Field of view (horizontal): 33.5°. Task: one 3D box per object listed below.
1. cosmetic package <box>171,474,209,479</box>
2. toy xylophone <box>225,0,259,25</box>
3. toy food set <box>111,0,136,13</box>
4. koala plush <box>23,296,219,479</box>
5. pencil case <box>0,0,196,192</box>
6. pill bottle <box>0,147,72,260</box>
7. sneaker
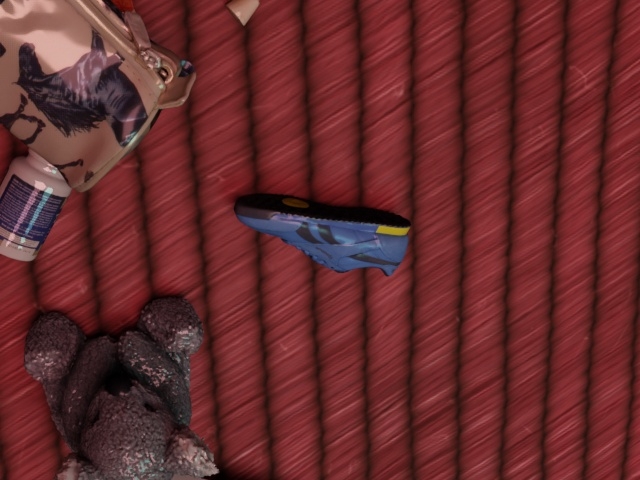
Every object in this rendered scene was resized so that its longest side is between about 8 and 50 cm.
[{"bbox_3d":[-0.110,0.341,1.270,0.239,0.060,0.099,21,131,-26],"label":"cosmetic package"},{"bbox_3d":[-0.075,-0.356,1.030,0.322,0.081,0.236,-46,116,4],"label":"toy xylophone"},{"bbox_3d":[-0.222,-0.213,1.073,0.082,0.020,0.083,-28,115,-6],"label":"toy food set"},{"bbox_3d":[-0.201,0.197,1.123,0.196,0.221,0.203,-9,112,-14],"label":"koala plush"},{"bbox_3d":[-0.300,-0.237,0.944,0.183,0.160,0.410,-32,115,30],"label":"pencil case"},{"bbox_3d":[-0.296,-0.045,1.088,0.067,0.067,0.120,26,101,-24],"label":"pill bottle"},{"bbox_3d":[0.000,0.000,1.196,0.209,0.069,0.082,9,111,-20],"label":"sneaker"}]
